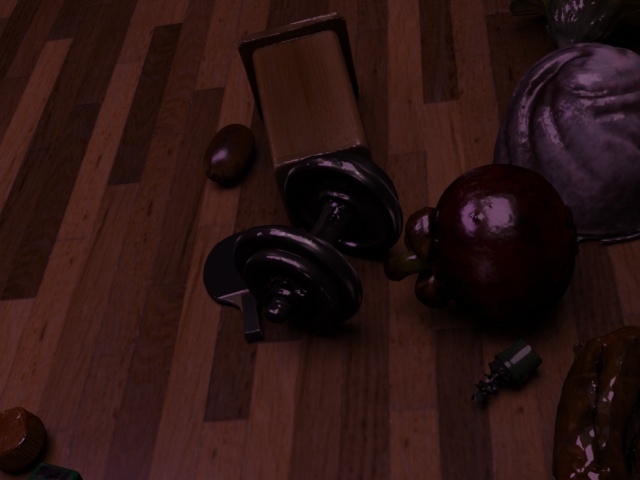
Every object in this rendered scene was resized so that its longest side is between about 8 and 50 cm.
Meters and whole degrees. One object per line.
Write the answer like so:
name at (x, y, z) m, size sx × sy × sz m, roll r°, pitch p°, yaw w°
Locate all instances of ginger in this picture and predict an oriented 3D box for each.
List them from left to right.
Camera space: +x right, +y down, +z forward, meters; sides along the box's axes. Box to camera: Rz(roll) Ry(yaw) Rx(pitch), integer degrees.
ginger at (0.336, 0.212, 1.054) m, size 0.133 × 0.107 × 0.309 m, roll 25°, pitch 53°, yaw 5°

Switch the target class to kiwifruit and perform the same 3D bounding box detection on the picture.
kiwifruit at (-0.154, -0.150, 1.553) m, size 0.075 × 0.075 × 0.124 m, roll 8°, pitch 46°, yaw 21°

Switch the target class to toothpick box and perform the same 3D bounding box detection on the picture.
toothpick box at (-0.012, -0.192, 1.488) m, size 0.187 × 0.190 × 0.308 m, roll -13°, pitch 50°, yaw 1°

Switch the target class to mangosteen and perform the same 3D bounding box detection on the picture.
mangosteen at (0.207, 0.009, 1.212) m, size 0.257 × 0.215 × 0.215 m, roll -9°, pitch 44°, yaw 21°

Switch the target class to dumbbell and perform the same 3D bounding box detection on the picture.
dumbbell at (0.000, 0.000, 1.282) m, size 0.192 × 0.192 × 0.290 m, roll 14°, pitch 53°, yaw 26°

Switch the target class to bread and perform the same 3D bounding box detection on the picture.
bread at (-0.408, 0.269, 1.226) m, size 0.085 × 0.053 × 0.085 m, roll -16°, pitch 46°, yaw 17°

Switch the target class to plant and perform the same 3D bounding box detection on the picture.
plant at (0.230, 0.171, 1.158) m, size 0.102 × 0.051 × 0.051 m, roll -38°, pitch 48°, yaw -3°
plant at (0.476, -0.379, 1.566) m, size 0.261 × 0.297 × 0.306 m, roll -5°, pitch -4°, yaw -23°

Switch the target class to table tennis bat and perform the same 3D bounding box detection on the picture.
table tennis bat at (-0.111, 0.063, 1.371) m, size 0.130 × 0.019 × 0.220 m, roll -14°, pitch 43°, yaw 2°

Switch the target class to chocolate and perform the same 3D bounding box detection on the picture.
chocolate at (0.394, -0.169, 1.330) m, size 0.303 × 0.213 × 0.303 m, roll -7°, pitch 45°, yaw 7°

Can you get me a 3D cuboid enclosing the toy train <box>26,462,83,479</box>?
toy train at (-0.305, 0.345, 1.101) m, size 0.227 × 0.091 × 0.136 m, roll 6°, pitch 38°, yaw 20°
